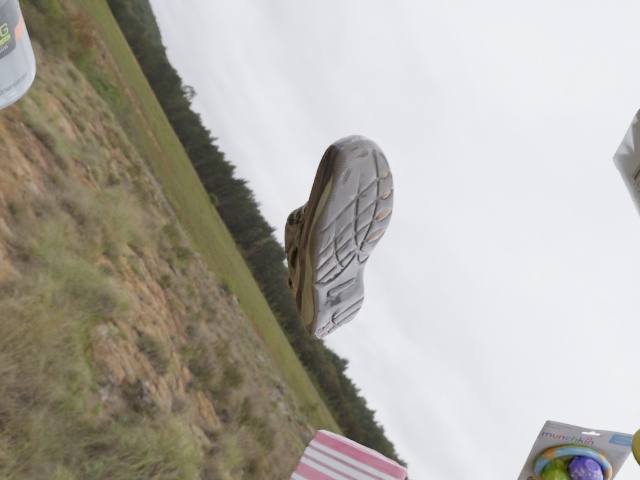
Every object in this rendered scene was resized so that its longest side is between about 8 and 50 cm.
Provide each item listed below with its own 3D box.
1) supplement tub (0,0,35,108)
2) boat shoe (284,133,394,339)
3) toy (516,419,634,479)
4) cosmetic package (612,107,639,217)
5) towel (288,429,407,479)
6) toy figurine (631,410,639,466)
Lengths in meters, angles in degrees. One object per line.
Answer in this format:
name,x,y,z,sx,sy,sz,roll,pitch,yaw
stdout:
supplement tub,-0.422,-0.292,0.441,0.193,0.193,0.316,62,-28,26
boat shoe,0.000,0.000,0.658,0.130,0.132,0.355,46,-38,32
toy,0.395,0.389,0.719,0.056,0.137,0.237,-75,171,-55
cosmetic package,0.735,-0.125,0.671,0.161,0.453,0.230,52,29,-62
towel,0.017,0.362,0.603,0.144,0.197,0.029,15,-47,24
toy figurine,0.363,0.130,0.330,0.213,0.209,0.148,13,-25,49
